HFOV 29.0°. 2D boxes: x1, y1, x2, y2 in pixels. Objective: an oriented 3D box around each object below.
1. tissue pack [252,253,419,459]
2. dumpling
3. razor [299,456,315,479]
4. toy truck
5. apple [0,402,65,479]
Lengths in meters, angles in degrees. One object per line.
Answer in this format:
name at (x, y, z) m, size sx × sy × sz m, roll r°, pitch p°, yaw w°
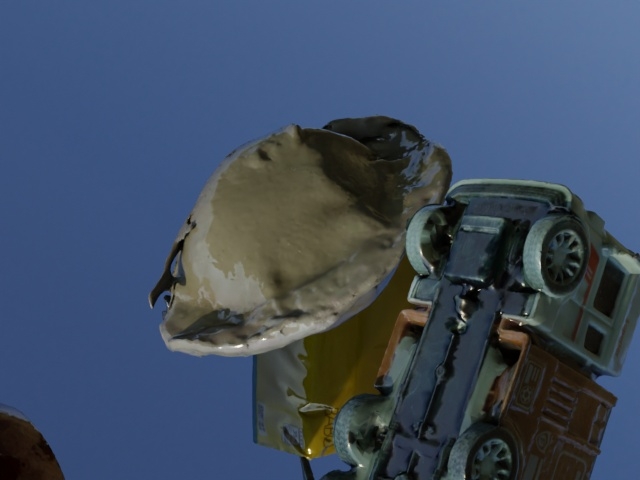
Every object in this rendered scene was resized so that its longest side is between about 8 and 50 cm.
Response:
tissue pack at (0.030, 0.095, 1.385) m, size 0.192 × 0.134 × 0.271 m, roll -6°, pitch -81°, yaw -39°
dumpling at (-0.003, 0.009, 1.030) m, size 0.204 × 0.163 × 0.293 m, roll 26°, pitch -123°, yaw 25°
razor at (0.039, 0.339, 1.574) m, size 0.190 × 0.033 × 0.066 m, roll 36°, pitch -164°, yaw -29°
toy truck at (0.120, 0.120, 0.856) m, size 0.162 × 0.136 × 0.305 m, roll 29°, pitch -103°, yaw -38°
apple at (-0.390, 0.316, 1.162) m, size 0.295 × 0.365 × 0.329 m, roll -1°, pitch -170°, yaw -21°
